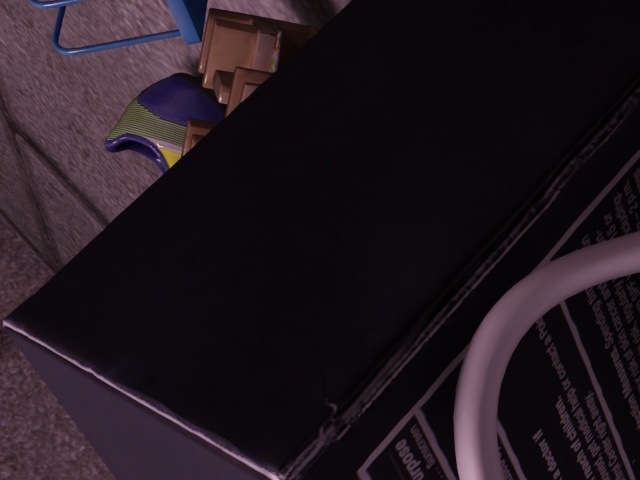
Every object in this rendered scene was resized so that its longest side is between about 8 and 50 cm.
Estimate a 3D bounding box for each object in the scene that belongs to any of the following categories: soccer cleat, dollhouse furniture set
[{"bbox_3d":[-0.060,-0.006,1.159,0.289,0.121,0.093,50,163,-1],"label":"soccer cleat"},{"bbox_3d":[0.000,0.000,0.853,0.212,0.161,0.242,-116,36,-69],"label":"dollhouse furniture set"}]

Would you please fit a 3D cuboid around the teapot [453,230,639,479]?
[{"bbox_3d":[0.211,0.086,0.428,0.256,0.187,0.252,14,165,47],"label":"teapot"}]

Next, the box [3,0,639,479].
[{"bbox_3d":[0.078,0.058,0.608,0.183,0.294,0.296,19,146,44],"label":"box"}]

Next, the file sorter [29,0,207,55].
[{"bbox_3d":[-0.141,-0.213,0.863,0.170,0.105,0.118,67,-160,-46],"label":"file sorter"}]
